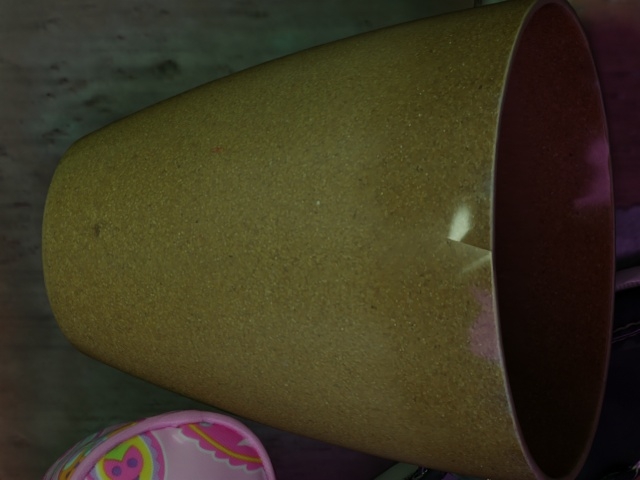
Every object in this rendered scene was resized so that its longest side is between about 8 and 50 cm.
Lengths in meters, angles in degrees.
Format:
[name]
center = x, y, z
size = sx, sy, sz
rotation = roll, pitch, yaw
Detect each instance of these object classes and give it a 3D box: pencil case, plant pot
[pencil case]
center = -0.096, 0.159, 1.079
size = 0.124, 0.124, 0.284
rotation = 16, 169, -10
[plant pot]
center = 0.000, 0.000, 0.987
size = 0.254, 0.237, 0.237
rotation = 0, 131, 22

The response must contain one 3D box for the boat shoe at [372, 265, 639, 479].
[boat shoe]
center = 0.116, 0.149, 1.151
size = 0.127, 0.113, 0.340
rotation = 36, 122, -24
